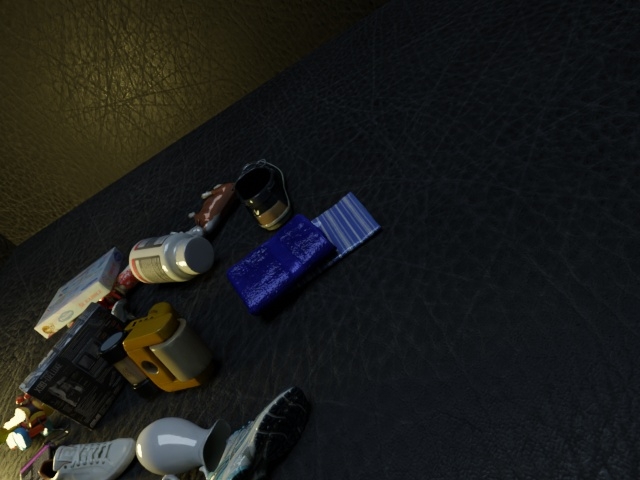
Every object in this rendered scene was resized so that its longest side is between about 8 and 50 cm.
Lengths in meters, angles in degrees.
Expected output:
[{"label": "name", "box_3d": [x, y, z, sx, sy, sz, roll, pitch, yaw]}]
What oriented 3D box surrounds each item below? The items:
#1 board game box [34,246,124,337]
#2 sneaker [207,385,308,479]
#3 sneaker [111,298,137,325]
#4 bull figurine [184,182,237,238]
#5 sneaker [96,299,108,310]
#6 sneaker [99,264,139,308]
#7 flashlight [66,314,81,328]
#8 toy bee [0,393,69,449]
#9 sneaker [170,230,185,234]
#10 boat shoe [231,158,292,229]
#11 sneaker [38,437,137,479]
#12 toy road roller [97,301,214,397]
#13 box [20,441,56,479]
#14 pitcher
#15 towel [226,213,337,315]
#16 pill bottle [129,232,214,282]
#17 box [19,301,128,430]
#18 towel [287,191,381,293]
[{"label": "board game box", "box_3d": [-0.957, 0.200, 1.962, 0.319, 0.066, 0.318, -36, 25, 6]}, {"label": "sneaker", "box_3d": [-0.143, 0.423, 1.035, 0.122, 0.110, 0.283, 9, 55, 53]}, {"label": "sneaker", "box_3d": [-0.699, 0.292, 1.755, 0.106, 0.078, 0.234, -27, 38, 12]}, {"label": "bull figurine", "box_3d": [-0.448, -0.111, 1.973, 0.189, 0.101, 0.310, 6, 54, 50]}, {"label": "sneaker", "box_3d": [-0.808, 0.326, 1.817, 0.119, 0.107, 0.279, -22, 40, 0]}, {"label": "sneaker", "box_3d": [-0.775, 0.175, 1.955, 0.270, 0.090, 0.144, -31, 35, 17]}, {"label": "flashlight", "box_3d": [-0.945, 0.361, 1.878, 0.103, 0.103, 0.304, -39, 34, 1]}, {"label": "toy bee", "box_3d": [-0.917, 0.562, 1.548, 0.299, 0.162, 0.195, -23, 3, 12]}, {"label": "sneaker", "box_3d": [-0.575, 0.007, 2.008, 0.162, 0.063, 0.073, -2, 65, 48]}, {"label": "boat shoe", "box_3d": [-0.236, -0.213, 1.848, 0.187, 0.156, 0.500, -37, 32, 5]}, {"label": "sneaker", "box_3d": [-0.621, 0.585, 1.283, 0.290, 0.123, 0.105, -27, 33, 14]}, {"label": "toy road roller", "box_3d": [-0.444, 0.287, 1.411, 0.330, 0.202, 0.240, -18, 27, 30]}, {"label": "box", "box_3d": [-0.833, 0.691, 1.441, 0.116, 0.029, 0.162, -46, 33, -10]}, {"label": "pitcher", "box_3d": [-0.321, 0.499, 1.115, 0.207, 0.125, 0.177, -7, 58, 23]}, {"label": "towel", "box_3d": [-0.125, 0.060, 1.420, 0.308, 0.076, 0.228, -41, 36, -6]}, {"label": "pill bottle", "box_3d": [-0.540, 0.065, 1.781, 0.319, 0.176, 0.176, -7, 44, 39]}, {"label": "box", "box_3d": [-0.701, 0.383, 1.492, 0.077, 0.242, 0.307, 2, 51, 45]}, {"label": "towel", "box_3d": [0.000, 0.000, 1.470, 0.336, 0.040, 0.243, -36, 34, 4]}]
